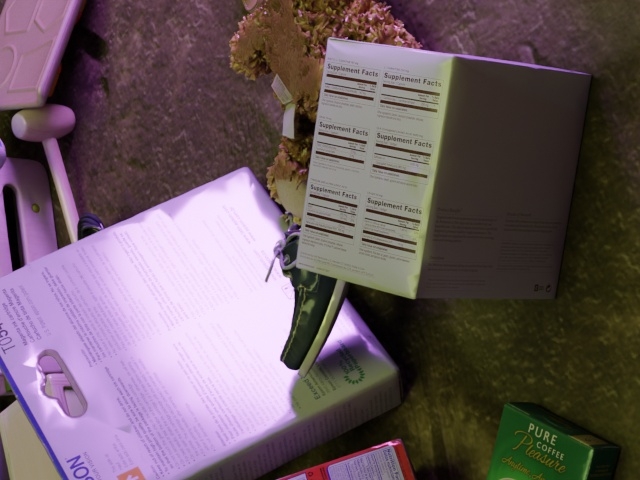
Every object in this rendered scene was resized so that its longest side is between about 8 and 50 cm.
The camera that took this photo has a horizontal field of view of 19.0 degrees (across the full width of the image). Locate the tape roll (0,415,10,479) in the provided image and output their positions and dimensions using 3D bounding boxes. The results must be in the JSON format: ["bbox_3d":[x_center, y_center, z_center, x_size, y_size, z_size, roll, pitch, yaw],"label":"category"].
[{"bbox_3d":[-0.430,0.245,2.249,0.275,0.090,0.275,41,159,19],"label":"tape roll"}]

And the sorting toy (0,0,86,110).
[{"bbox_3d":[-0.347,-0.242,2.314,0.208,0.038,0.193,-3,65,54],"label":"sorting toy"}]

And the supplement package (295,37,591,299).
[{"bbox_3d":[0.106,-0.061,1.653,0.149,0.194,0.203,14,98,43],"label":"supplement package"}]

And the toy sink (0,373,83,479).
[{"bbox_3d":[-0.237,0.273,2.091,0.131,0.153,0.234,-37,59,42],"label":"toy sink"}]

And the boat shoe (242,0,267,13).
[{"bbox_3d":[-0.084,-0.302,2.025,0.050,0.045,0.135,-31,65,45],"label":"boat shoe"}]

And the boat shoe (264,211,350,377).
[{"bbox_3d":[0.000,0.000,1.759,0.095,0.079,0.254,-81,8,-76],"label":"boat shoe"}]

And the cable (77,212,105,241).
[{"bbox_3d":[-0.250,0.042,2.176,0.184,0.047,0.150,97,163,-45],"label":"cable"}]

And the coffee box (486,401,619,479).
[{"bbox_3d":[0.190,0.244,1.662,0.113,0.040,0.184,24,106,48],"label":"coffee box"}]

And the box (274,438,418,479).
[{"bbox_3d":[0.059,0.326,1.715,0.128,0.122,0.256,-20,66,1],"label":"box"}]

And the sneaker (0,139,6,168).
[{"bbox_3d":[-0.440,-0.145,2.266,0.240,0.091,0.126,5,69,46],"label":"sneaker"}]

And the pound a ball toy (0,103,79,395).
[{"bbox_3d":[-0.384,0.010,2.298,0.208,0.136,0.319,-24,70,47],"label":"pound a ball toy"}]

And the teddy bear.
[{"bbox_3d":[0.012,-0.174,1.872,0.245,0.113,0.338,-31,72,52],"label":"teddy bear"}]

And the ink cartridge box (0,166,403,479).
[{"bbox_3d":[-0.139,0.106,1.870,0.324,0.330,0.071,54,163,38],"label":"ink cartridge box"}]
